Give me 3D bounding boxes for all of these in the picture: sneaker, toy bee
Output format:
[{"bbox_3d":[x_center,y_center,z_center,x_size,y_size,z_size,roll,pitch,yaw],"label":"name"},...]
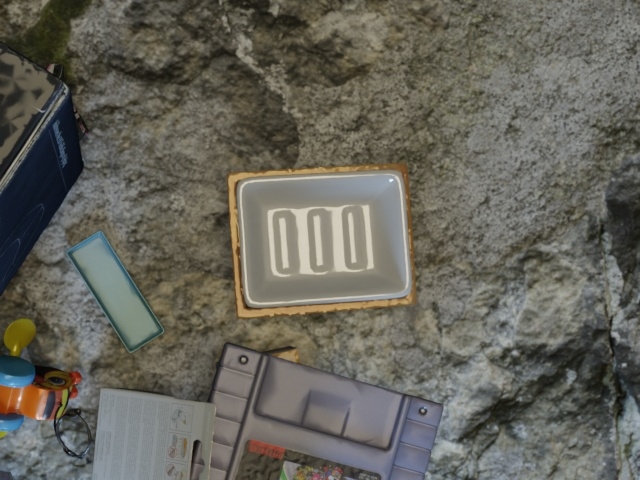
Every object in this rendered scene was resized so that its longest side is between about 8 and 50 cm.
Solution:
[{"bbox_3d":[-0.404,-0.187,1.771,0.077,0.072,0.178,0,95,-21],"label":"sneaker"},{"bbox_3d":[-0.448,0.233,1.706,0.298,0.162,0.195,43,109,10],"label":"toy bee"}]

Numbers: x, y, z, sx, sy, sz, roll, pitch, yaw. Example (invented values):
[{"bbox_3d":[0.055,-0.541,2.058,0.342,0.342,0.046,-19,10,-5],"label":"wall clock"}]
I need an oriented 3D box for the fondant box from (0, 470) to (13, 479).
[{"bbox_3d":[-0.623,0.440,1.608,0.330,0.096,0.238,11,91,-22],"label":"fondant box"}]

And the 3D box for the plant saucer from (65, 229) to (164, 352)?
[{"bbox_3d":[-0.325,0.081,1.785,0.067,0.018,0.192,-32,91,-10],"label":"plant saucer"}]

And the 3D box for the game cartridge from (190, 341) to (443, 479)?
[{"bbox_3d":[-0.008,0.312,1.711,0.355,0.068,0.230,17,81,-9],"label":"game cartridge"}]

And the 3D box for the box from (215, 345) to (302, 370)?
[{"bbox_3d":[-0.085,0.263,1.776,0.130,0.091,0.171,-12,88,-10],"label":"box"}]

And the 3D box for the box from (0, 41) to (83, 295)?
[{"bbox_3d":[-0.550,-0.021,1.430,0.297,0.480,0.472,33,78,-4],"label":"box"}]

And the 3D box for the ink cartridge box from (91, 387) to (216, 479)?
[{"bbox_3d":[-0.243,0.326,1.696,0.232,0.066,0.189,2,84,29],"label":"ink cartridge box"}]

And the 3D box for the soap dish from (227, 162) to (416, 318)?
[{"bbox_3d":[0.000,0.000,1.792,0.290,0.118,0.229,-4,87,-10],"label":"soap dish"}]
